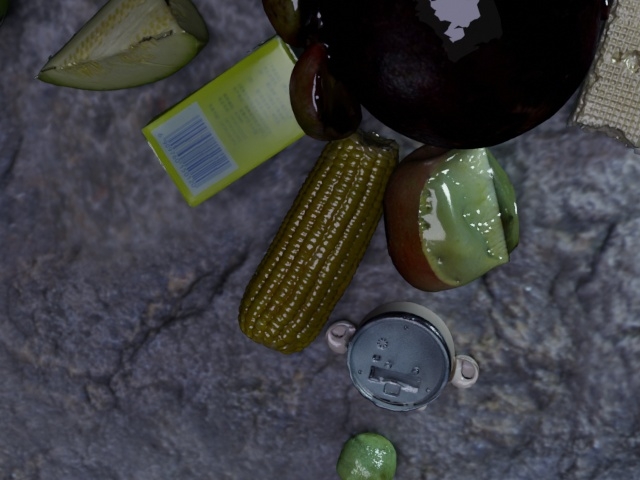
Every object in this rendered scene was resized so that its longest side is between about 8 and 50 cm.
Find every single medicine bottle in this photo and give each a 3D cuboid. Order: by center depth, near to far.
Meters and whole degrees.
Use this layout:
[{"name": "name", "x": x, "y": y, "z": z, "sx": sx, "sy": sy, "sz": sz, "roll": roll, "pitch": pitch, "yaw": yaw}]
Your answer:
[{"name": "medicine bottle", "x": -0.104, "y": -0.172, "z": 1.551, "sx": 0.250, "sy": 0.137, "sz": 0.141, "roll": -30, "pitch": 95, "yaw": 17}]

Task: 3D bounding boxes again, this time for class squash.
[{"name": "squash", "x": -0.276, "y": -0.244, "z": 1.584, "sx": 0.252, "sy": 0.093, "sz": 0.169, "roll": -39, "pitch": 49, "yaw": 17}]

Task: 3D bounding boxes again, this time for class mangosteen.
[{"name": "mangosteen", "x": 0.120, "y": -0.290, "z": 1.350, "sx": 0.435, "sy": 0.382, "sz": 0.382, "roll": -9, "pitch": 102, "yaw": 7}]

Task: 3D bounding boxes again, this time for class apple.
[{"name": "apple", "x": 0.168, "y": -0.037, "z": 1.500, "sx": 0.173, "sy": 0.207, "sz": 0.188, "roll": -19, "pitch": 98, "yaw": 44}]

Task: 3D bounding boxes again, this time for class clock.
[{"name": "clock", "x": 0.115, "y": 0.170, "z": 1.630, "sx": 0.229, "sy": 0.063, "sz": 0.156, "roll": 17, "pitch": 105, "yaw": 8}]

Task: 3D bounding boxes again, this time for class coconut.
[{"name": "coconut", "x": 0.067, "y": 0.334, "z": 1.670, "sx": 0.087, "sy": 0.088, "sz": 0.096, "roll": 13, "pitch": 101, "yaw": 8}]

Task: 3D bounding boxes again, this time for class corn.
[{"name": "corn", "x": 0.000, "y": 0.000, "z": 1.579, "sx": 0.131, "sy": 0.131, "sz": 0.344, "roll": 28, "pitch": 107, "yaw": 4}]

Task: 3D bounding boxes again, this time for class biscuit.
[{"name": "biscuit", "x": 0.409, "y": -0.238, "z": 1.469, "sx": 0.108, "sy": 0.062, "sz": 0.239, "roll": 18, "pitch": 107, "yaw": 7}]

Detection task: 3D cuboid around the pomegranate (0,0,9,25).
[{"name": "pomegranate", "x": -0.515, "y": -0.379, "z": 1.575, "sx": 0.179, "sy": 0.179, "sz": 0.211, "roll": 17, "pitch": 89, "yaw": 7}]
